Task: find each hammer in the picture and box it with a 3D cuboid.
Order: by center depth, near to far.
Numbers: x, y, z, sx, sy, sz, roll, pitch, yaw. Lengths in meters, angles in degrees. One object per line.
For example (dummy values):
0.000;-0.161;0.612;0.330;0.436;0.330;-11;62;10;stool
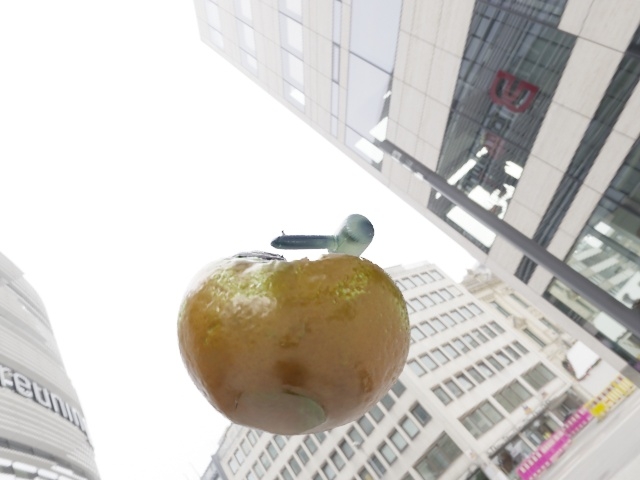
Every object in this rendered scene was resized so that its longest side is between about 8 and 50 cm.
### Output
0.000;0.000;0.815;0.193;0.070;0.116;0;-30;-24;hammer

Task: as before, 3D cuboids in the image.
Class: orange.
-0.045;0.144;0.609;0.196;0.334;0.263;-64;-25;-65;orange

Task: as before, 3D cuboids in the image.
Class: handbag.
-0.204;0.090;1.250;0.228;0.208;0.127;-5;-87;-12;handbag
